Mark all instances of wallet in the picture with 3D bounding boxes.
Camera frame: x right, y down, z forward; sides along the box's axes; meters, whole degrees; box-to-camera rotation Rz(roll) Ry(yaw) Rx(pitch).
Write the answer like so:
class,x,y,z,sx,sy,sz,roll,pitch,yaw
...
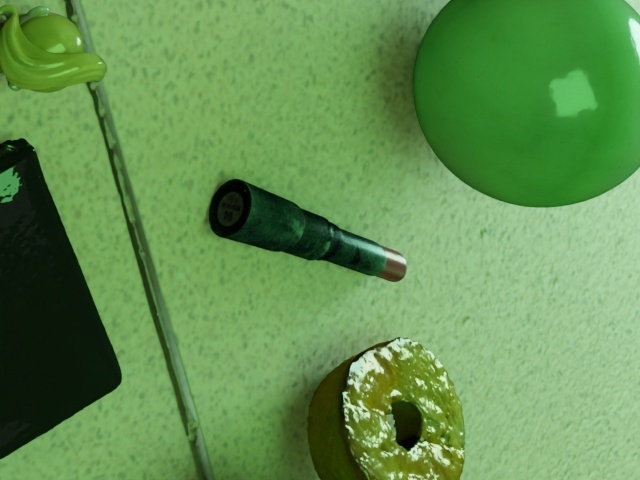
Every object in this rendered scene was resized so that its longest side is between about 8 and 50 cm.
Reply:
class,x,y,z,sx,sy,sz,roll,pitch,yaw
wallet,-0.257,0.049,1.372,0.149,0.044,0.250,-33,123,-24

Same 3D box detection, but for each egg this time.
class,x,y,z,sx,sy,sz,roll,pitch,yaw
egg,0.208,-0.139,1.587,0.269,0.220,0.220,16,93,-47

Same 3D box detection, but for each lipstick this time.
class,x,y,z,sx,sy,sz,roll,pitch,yaw
lipstick,0.000,0.000,1.568,0.234,0.053,0.053,20,90,-44

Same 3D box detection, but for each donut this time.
class,x,y,z,sx,sy,sz,roll,pitch,yaw
donut,0.059,0.184,1.628,0.174,0.074,0.190,55,40,-15

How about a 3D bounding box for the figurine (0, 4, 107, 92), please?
class,x,y,z,sx,sy,sz,roll,pitch,yaw
figurine,-0.255,-0.147,1.295,0.187,0.083,0.083,9,97,-32
